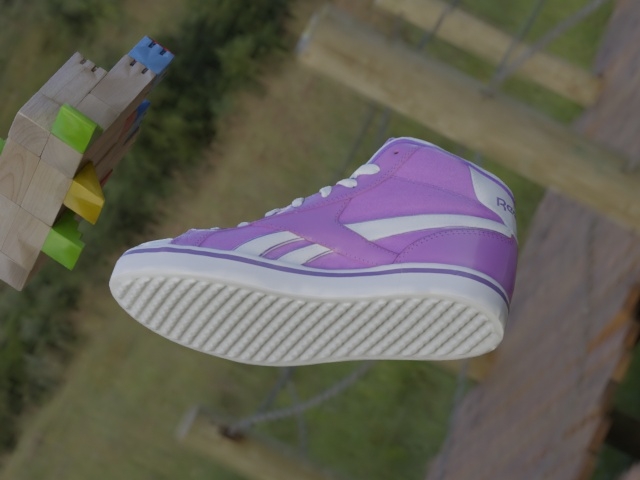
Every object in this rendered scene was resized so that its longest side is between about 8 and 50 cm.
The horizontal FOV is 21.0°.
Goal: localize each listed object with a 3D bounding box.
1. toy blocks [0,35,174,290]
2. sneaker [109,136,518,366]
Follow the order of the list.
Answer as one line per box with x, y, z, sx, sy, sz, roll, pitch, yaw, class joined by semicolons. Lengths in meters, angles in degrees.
-0.325;-0.117;2.256;0.261;0.191;0.381;-55;-1;-45;toy blocks
0.000;0.001;1.221;0.102;0.282;0.161;78;-161;-51;sneaker
